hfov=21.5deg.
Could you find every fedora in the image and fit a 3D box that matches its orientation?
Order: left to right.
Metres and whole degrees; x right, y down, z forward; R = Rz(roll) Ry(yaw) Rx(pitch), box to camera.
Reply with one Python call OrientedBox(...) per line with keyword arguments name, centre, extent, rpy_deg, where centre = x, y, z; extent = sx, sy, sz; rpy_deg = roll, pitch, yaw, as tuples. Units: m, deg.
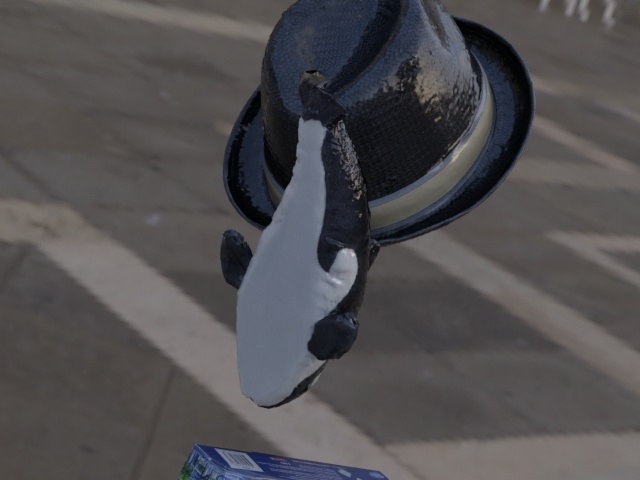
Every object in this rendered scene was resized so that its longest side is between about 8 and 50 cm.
OrientedBox(name="fedora", centre=(0.043, -0.149, 1.587), extent=(0.334, 0.152, 0.334), rpy_deg=(-8, 45, 9))

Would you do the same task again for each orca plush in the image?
OrientedBox(name="orca plush", centre=(0.000, 0.000, 1.406), extent=(0.151, 0.287, 0.102), rpy_deg=(13, 19, 40))

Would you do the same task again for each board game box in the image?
OrientedBox(name="board game box", centre=(-0.049, 0.262, 1.292), extent=(0.194, 0.194, 0.060), rpy_deg=(14, 16, -40))
